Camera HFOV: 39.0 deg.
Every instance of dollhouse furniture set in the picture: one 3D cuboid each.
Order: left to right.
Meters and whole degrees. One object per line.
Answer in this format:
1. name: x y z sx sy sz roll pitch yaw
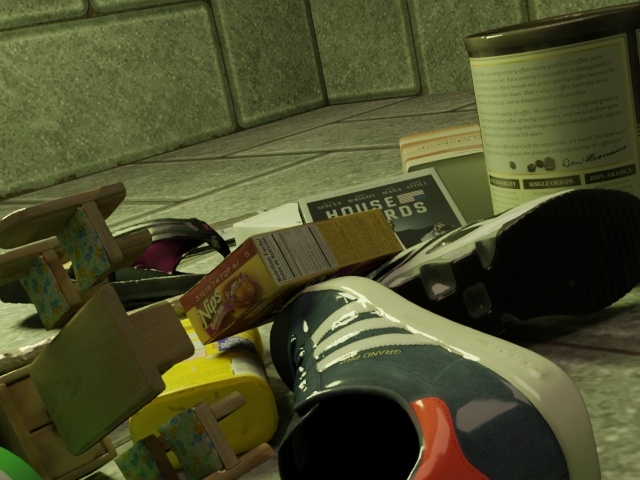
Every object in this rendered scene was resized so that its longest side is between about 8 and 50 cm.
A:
1. dollhouse furniture set: -0.195 0.118 0.618 0.161 0.212 0.242 -22 -12 -44

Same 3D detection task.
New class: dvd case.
1. dvd case: -0.178 -0.010 1.561 0.221 0.018 0.164 -15 13 -14
2. dvd case: 0.083 0.006 1.030 0.179 0.030 0.239 -13 39 -6

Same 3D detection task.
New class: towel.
1. towel: -0.225 0.107 0.944 0.282 0.049 0.187 -18 0 -30

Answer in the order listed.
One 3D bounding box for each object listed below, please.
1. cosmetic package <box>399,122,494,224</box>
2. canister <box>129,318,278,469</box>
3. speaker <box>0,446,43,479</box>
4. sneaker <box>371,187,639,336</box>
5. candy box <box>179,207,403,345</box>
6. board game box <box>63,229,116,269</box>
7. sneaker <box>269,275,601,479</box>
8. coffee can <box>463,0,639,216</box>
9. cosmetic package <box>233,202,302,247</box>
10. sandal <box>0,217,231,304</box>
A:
1. cosmetic package: 0.196 -0.081 1.289 0.153 0.129 0.296 -9 14 4
2. canister: -0.106 0.127 0.793 0.126 0.073 0.170 -13 14 -7
3. speaker: -0.254 0.214 0.436 0.131 0.131 0.296 -6 14 22
4. sneaker: 0.159 0.027 0.871 0.330 0.123 0.146 -18 11 -14
5. candy box: -0.022 0.029 0.808 0.109 0.053 0.186 -39 -16 37
6. board game box: -0.374 0.035 1.484 0.165 0.042 0.243 -18 15 -28
7. sneaker: 0.017 0.116 0.621 0.148 0.131 0.350 -24 13 -24
8. coffee can: 0.278 -0.105 0.991 0.201 0.276 0.201 -11 13 2
9. cosmetic package: 0.000 0.000 1.218 0.231 0.086 0.117 3 20 44
10. sandal: -0.250 0.027 1.188 0.445 0.107 0.167 -3 2 26
